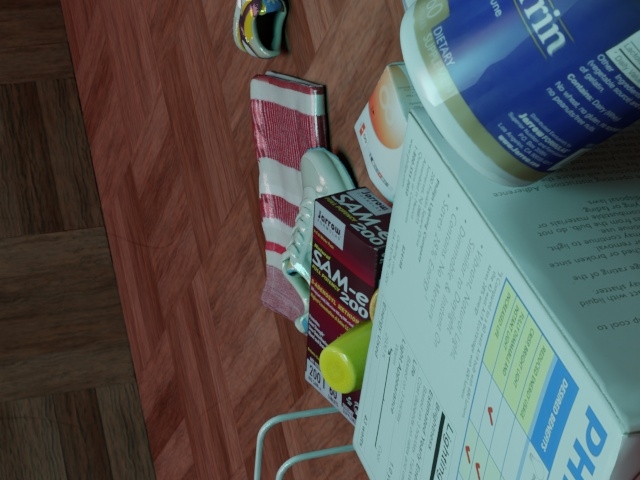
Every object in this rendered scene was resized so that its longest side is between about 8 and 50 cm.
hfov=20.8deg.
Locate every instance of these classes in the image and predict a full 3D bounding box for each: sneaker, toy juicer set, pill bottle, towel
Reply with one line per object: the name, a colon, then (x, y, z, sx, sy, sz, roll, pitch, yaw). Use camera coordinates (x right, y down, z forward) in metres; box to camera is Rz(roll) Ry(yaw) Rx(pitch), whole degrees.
sneaker: (0.000, 0.000, 2.071, 0.087, 0.092, 0.229, 140, 122, -71)
toy juicer set: (0.150, 0.172, 1.719, 0.329, 0.089, 0.209, 51, 138, 19)
pill bottle: (0.196, -0.160, 1.149, 0.264, 0.153, 0.153, -33, 59, 28)
sneaker: (-0.076, -0.325, 2.227, 0.084, 0.069, 0.185, 28, 130, 58)
towel: (-0.035, -0.046, 2.250, 0.237, 0.037, 0.329, -154, 58, -68)

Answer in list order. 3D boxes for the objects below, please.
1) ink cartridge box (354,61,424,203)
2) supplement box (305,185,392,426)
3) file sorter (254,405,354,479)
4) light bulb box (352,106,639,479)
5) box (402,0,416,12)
ink cartridge box: (0.090, -0.078, 1.846, 0.145, 0.045, 0.179, 120, 141, -62)
supplement box: (0.048, 0.077, 1.920, 0.130, 0.073, 0.239, 40, 135, 48)
file sorter: (0.048, 0.335, 1.933, 0.278, 0.173, 0.193, -120, 28, -49)
light bulb box: (0.203, 0.132, 1.298, 0.361, 0.225, 0.358, -119, 29, -47)
box: (0.119, -0.144, 1.625, 0.186, 0.038, 0.145, 73, 180, -52)
